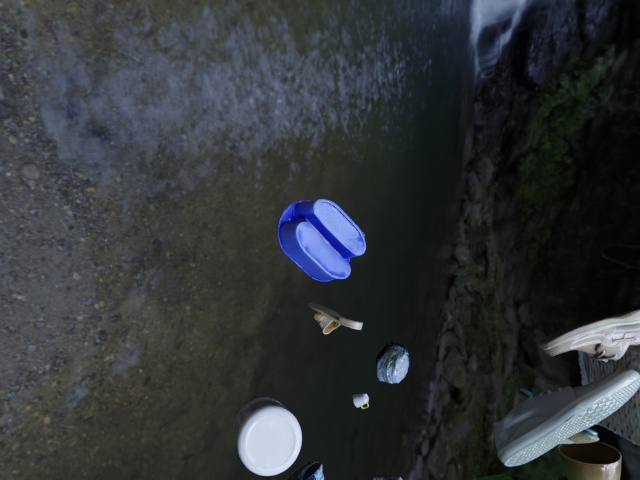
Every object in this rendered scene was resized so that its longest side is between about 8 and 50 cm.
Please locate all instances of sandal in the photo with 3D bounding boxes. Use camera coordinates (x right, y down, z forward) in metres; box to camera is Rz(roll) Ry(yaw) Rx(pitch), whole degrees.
[{"bbox_3d":[0.031,0.272,1.375,0.088,0.240,0.079,16,88,-44],"label":"sandal"}]

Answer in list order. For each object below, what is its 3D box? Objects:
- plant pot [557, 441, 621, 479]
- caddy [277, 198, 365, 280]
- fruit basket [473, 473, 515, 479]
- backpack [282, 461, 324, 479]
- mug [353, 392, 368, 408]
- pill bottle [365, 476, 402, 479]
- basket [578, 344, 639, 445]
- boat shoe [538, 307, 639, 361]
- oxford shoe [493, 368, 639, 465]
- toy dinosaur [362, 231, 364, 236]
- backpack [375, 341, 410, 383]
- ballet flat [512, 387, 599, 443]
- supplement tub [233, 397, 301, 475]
[{"bbox_3d":[1.189,1.050,1.840,0.237,0.237,0.255,-1,85,-65],"label":"plant pot"},{"bbox_3d":[0.000,0.000,1.560,0.341,0.179,0.241,45,66,-21],"label":"caddy"},{"bbox_3d":[0.869,1.284,1.862,0.392,0.282,0.392,177,-90,-79],"label":"fruit basket"},{"bbox_3d":[-0.061,0.978,1.690,0.173,0.158,0.117,-14,76,-54],"label":"backpack"},{"bbox_3d":[0.208,0.795,2.093,0.078,0.064,0.062,47,25,-41],"label":"mug"},{"bbox_3d":[0.207,0.806,1.362,0.067,0.120,0.067,-11,90,-72],"label":"pill bottle"},{"bbox_3d":[1.021,0.419,1.268,0.266,0.328,0.332,-141,-140,-83],"label":"basket"},{"bbox_3d":[0.755,0.262,1.106,0.122,0.341,0.110,86,-11,-72],"label":"boat shoe"},{"bbox_3d":[0.681,0.482,1.198,0.169,0.449,0.130,36,22,-34],"label":"oxford shoe"},{"bbox_3d":[0.094,0.016,1.859,0.313,0.160,0.121,-1,78,-39],"label":"toy dinosaur"},{"bbox_3d":[0.316,0.540,1.825,0.182,0.115,0.152,-20,98,-51],"label":"backpack"},{"bbox_3d":[0.828,0.657,1.510,0.348,0.123,0.123,-160,-107,-74],"label":"ballet flat"},{"bbox_3d":[-0.175,0.608,1.333,0.272,0.191,0.191,138,-32,-71],"label":"supplement tub"}]
